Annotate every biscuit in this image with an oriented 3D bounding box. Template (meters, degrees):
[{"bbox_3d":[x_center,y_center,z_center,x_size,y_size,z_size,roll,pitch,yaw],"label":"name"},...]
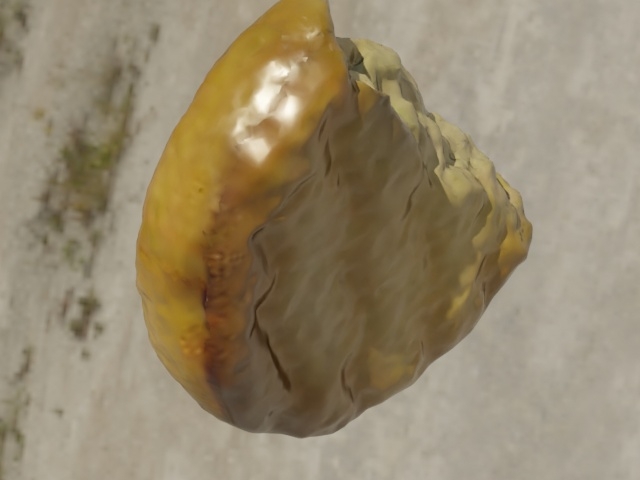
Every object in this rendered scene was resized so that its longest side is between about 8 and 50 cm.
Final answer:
[{"bbox_3d":[-0.001,-0.001,0.812,0.091,0.274,0.213,37,85,32],"label":"biscuit"}]
